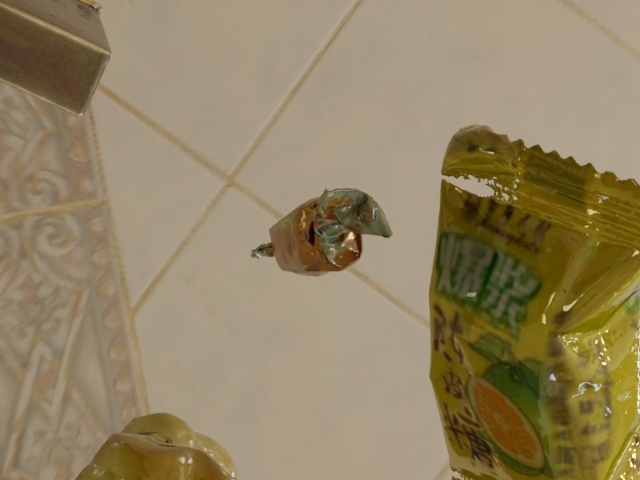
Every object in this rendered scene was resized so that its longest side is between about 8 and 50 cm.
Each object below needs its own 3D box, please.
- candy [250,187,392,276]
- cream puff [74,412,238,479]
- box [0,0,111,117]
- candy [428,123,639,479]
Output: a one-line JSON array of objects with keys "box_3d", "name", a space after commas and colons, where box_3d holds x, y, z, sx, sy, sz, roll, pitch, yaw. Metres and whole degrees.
[{"box_3d": [0.000, 0.000, 0.895, 0.053, 0.182, 0.046, -11, 83, -15], "name": "candy"}, {"box_3d": [-0.109, 0.305, 1.097, 0.257, 0.291, 0.324, 29, 133, 2], "name": "cream puff"}, {"box_3d": [-0.225, -0.156, 0.919, 0.180, 0.325, 0.047, 24, 99, -15], "name": "box"}, {"box_3d": [0.135, 0.083, 0.893, 0.081, 0.187, 0.297, -19, 117, -33], "name": "candy"}]
